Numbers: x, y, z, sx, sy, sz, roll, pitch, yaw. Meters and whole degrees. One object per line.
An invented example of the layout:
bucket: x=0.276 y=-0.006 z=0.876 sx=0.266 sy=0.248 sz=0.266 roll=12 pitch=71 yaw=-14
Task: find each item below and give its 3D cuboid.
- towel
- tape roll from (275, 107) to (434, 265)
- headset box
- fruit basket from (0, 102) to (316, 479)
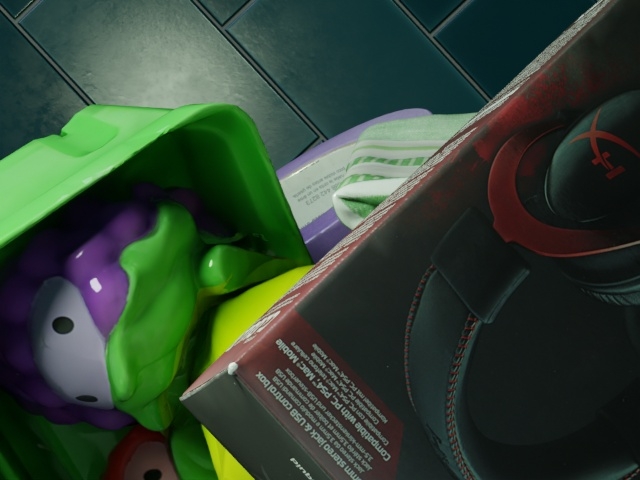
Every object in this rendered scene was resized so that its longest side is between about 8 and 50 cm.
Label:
towel: x=0.134 y=-0.052 z=0.808 sx=0.248 sy=0.038 sz=0.325 roll=-4 pitch=12 yaw=7
tape roll: x=0.000 y=0.000 z=1.142 sx=0.275 sy=0.090 sz=0.275 roll=-32 pitch=15 yaw=10
headset box: x=0.105 y=0.058 z=0.541 sx=0.293 sy=0.218 sz=0.110 roll=-42 pitch=1 yaw=-19
fruit basket: x=-0.061 y=0.110 z=0.846 sx=0.283 sy=0.392 sz=0.392 roll=-35 pitch=-1 yaw=-17
